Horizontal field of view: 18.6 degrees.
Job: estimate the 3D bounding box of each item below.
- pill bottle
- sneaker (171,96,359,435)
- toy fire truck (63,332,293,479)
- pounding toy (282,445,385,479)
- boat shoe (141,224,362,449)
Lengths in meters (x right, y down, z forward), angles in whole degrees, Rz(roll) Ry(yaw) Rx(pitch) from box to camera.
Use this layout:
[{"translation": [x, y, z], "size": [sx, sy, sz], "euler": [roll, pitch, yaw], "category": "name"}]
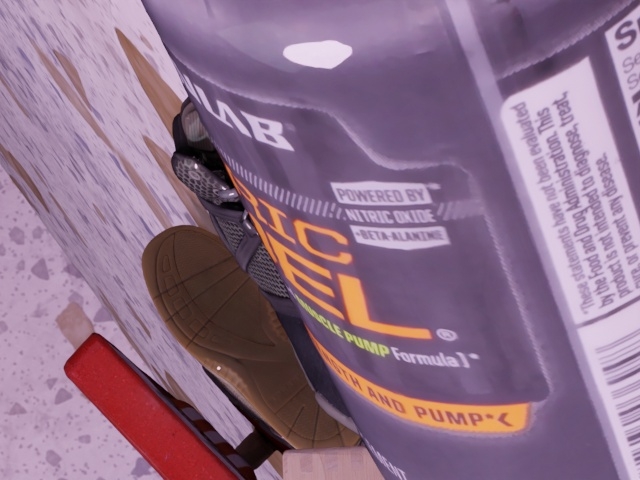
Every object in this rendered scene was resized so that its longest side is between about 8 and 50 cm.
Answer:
[{"translation": [0.036, -0.044, 0.451], "size": [0.130, 0.130, 0.245], "euler": [45, 166, 45], "category": "pill bottle"}, {"translation": [0.000, 0.000, 0.887], "size": [0.227, 0.087, 0.130], "euler": [53, 178, 39], "category": "sneaker"}, {"translation": [-0.052, 0.207, 1.440], "size": [0.302, 0.169, 0.254], "euler": [45, 178, 23], "category": "toy fire truck"}, {"translation": [0.052, 0.137, 1.059], "size": [0.181, 0.094, 0.206], "euler": [23, -116, -71], "category": "pounding toy"}, {"translation": [-0.050, 0.083, 1.418], "size": [0.223, 0.080, 0.073], "euler": [45, 162, 24], "category": "boat shoe"}]
